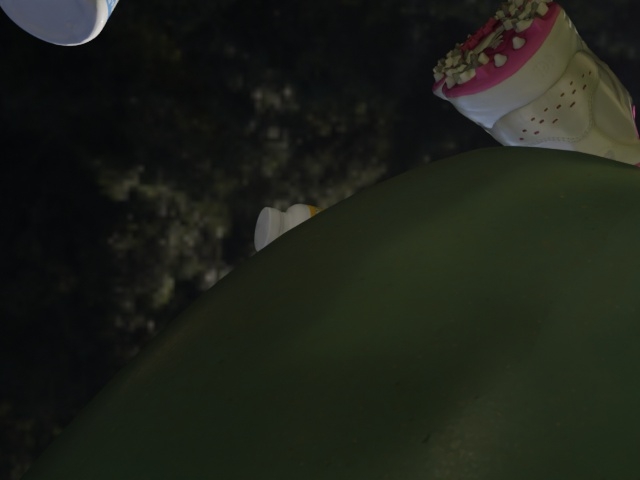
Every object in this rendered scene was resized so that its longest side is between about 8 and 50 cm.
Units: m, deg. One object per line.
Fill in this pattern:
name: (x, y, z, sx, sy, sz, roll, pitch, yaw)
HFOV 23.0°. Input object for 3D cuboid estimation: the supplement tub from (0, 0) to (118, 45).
supplement tub: (-0.140, -0.174, 0.924, 0.071, 0.071, 0.107, 9, -125, 22)

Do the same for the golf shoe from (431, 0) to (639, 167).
golf shoe: (0.158, -0.102, 1.139, 0.140, 0.115, 0.306, 47, -167, -7)

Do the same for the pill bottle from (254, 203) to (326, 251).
pill bottle: (0.000, 0.000, 1.049, 0.083, 0.043, 0.043, 10, -169, -19)

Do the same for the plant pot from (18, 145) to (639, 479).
plant pot: (0.047, 0.118, 0.420, 0.293, 0.235, 0.293, 29, 160, 12)

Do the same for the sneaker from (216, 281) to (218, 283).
sneaker: (0.013, 0.081, 0.743, 0.103, 0.111, 0.252, 3, -179, -14)
